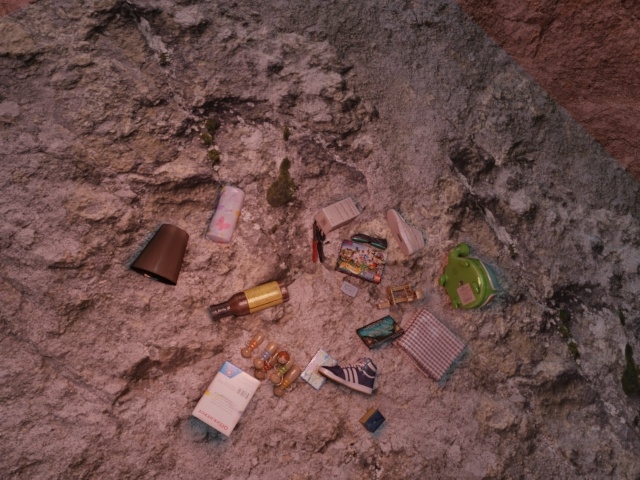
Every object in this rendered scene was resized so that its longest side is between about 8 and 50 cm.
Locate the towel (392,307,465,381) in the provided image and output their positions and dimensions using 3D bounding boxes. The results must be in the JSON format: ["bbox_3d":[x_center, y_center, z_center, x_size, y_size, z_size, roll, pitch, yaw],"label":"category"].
[{"bbox_3d":[0.518,0.496,1.923,0.283,0.121,0.235,42,70,1],"label":"towel"}]

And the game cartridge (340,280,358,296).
[{"bbox_3d":[0.138,0.237,1.967,0.083,0.017,0.056,30,66,-3],"label":"game cartridge"}]

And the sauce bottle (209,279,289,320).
[{"bbox_3d":[-0.314,0.269,1.801,0.344,0.111,0.111,-15,78,-18],"label":"sauce bottle"}]

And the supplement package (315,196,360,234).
[{"bbox_3d":[0.084,-0.123,1.998,0.179,0.105,0.105,-25,79,-31],"label":"supplement package"}]

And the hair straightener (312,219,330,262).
[{"bbox_3d":[0.000,0.000,1.999,0.089,0.047,0.230,7,66,-29],"label":"hair straightener"}]

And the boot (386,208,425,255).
[{"bbox_3d":[0.443,-0.056,2.094,0.123,0.095,0.258,-22,88,-24],"label":"boot"}]

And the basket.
[{"bbox_3d":[-0.675,0.055,1.765,0.204,0.154,0.227,22,67,-7],"label":"basket"}]

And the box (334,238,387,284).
[{"bbox_3d":[0.200,0.106,2.004,0.233,0.044,0.159,19,70,-7],"label":"box"}]

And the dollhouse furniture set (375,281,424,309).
[{"bbox_3d":[0.369,0.254,1.937,0.182,0.161,0.101,-9,76,-16],"label":"dollhouse furniture set"}]

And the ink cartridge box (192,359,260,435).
[{"bbox_3d":[-0.380,0.632,1.647,0.171,0.168,0.233,33,69,-1],"label":"ink cartridge box"}]

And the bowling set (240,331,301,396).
[{"bbox_3d":[-0.214,0.520,1.711,0.287,0.200,0.154,40,71,5],"label":"bowling set"}]

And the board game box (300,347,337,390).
[{"bbox_3d":[-0.007,0.577,1.826,0.103,0.026,0.154,40,69,0],"label":"board game box"}]

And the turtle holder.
[{"bbox_3d":[0.739,0.189,2.030,0.227,0.243,0.320,-1,33,-29],"label":"turtle holder"}]

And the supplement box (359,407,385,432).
[{"bbox_3d":[0.228,0.790,1.787,0.083,0.083,0.056,-39,85,-20],"label":"supplement box"}]

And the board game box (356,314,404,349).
[{"bbox_3d":[0.277,0.426,1.896,0.186,0.026,0.126,-21,35,-18],"label":"board game box"}]

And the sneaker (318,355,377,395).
[{"bbox_3d":[0.129,0.570,1.808,0.282,0.099,0.153,29,72,-20],"label":"sneaker"}]

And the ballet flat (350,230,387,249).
[{"bbox_3d":[0.246,-0.010,2.037,0.203,0.074,0.074,17,71,-14],"label":"ballet flat"}]

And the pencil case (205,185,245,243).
[{"bbox_3d":[-0.441,-0.121,1.887,0.124,0.113,0.273,13,71,0],"label":"pencil case"}]
